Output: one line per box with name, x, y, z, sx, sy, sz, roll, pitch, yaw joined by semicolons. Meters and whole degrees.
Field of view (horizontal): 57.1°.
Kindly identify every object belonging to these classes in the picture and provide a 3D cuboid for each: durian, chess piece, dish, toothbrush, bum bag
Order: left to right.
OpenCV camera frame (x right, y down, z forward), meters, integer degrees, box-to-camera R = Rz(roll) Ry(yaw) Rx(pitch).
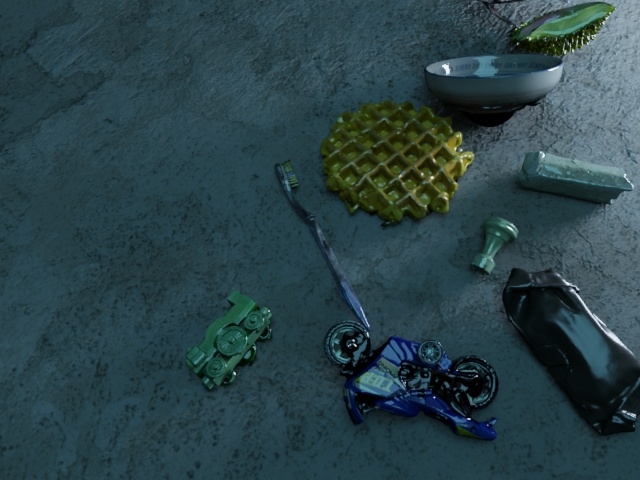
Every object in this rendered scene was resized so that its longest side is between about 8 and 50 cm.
toothbrush;0.000;0.000;1.160;0.042;0.035;0.413;-22;64;-9
chess piece;0.324;0.013;1.116;0.067;0.067;0.103;26;77;16
dish;0.356;-0.301;1.224;0.274;0.133;0.273;-5;24;2
durian;0.529;-0.461;1.315;0.221;0.095;0.137;-14;22;5
bum bag;0.441;0.175;1.019;0.142;0.079;0.326;-32;69;-3

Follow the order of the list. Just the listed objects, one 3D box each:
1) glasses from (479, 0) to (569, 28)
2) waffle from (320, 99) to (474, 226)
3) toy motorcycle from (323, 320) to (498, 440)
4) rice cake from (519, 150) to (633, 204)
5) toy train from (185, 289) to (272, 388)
glasses;0.440;-0.561;1.363;0.255;0.095;0.162;32;38;33
waffle;0.146;-0.173;1.220;0.329;0.062;0.329;-2;64;3
toy motorcycle;0.147;0.247;0.991;0.316;0.113;0.168;16;76;3
rice cake;0.500;-0.125;1.166;0.207;0.063;0.069;11;59;9
toy train;-0.167;0.181;1.067;0.105;0.071;0.178;30;68;26
